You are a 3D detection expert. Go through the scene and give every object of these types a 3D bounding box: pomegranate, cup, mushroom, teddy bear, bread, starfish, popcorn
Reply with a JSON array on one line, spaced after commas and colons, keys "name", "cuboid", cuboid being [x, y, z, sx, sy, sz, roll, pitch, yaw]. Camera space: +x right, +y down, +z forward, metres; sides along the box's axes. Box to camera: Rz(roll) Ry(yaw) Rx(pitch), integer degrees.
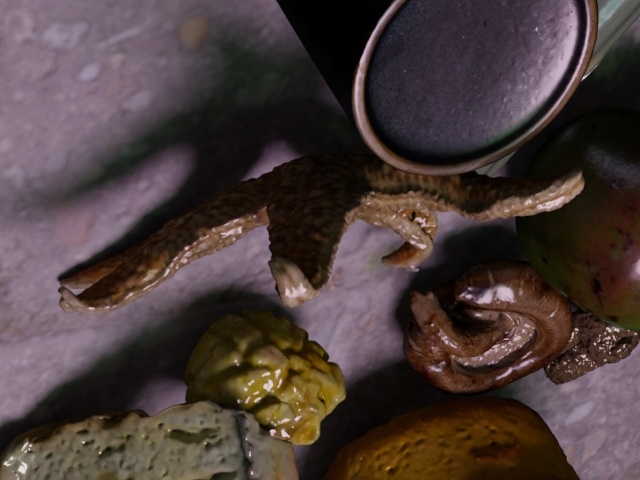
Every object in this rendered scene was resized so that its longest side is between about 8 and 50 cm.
[{"name": "pomegranate", "cuboid": [0.249, -0.045, 1.365, 0.181, 0.181, 0.224, 26, 90, -42]}, {"name": "cup", "cuboid": [0.091, -0.171, 1.149, 0.239, 0.177, 0.166, -25, 134, -11]}, {"name": "mushroom", "cuboid": [0.121, 0.064, 1.428, 0.135, 0.080, 0.170, -45, 147, 16]}, {"name": "teddy bear", "cuboid": [0.244, 0.063, 1.510, 0.160, 0.078, 0.119, -42, 132, 9]}, {"name": "bread", "cuboid": [-0.128, 0.183, 1.324, 0.232, 0.128, 0.088, -9, -179, 21]}, {"name": "starfish", "cuboid": [-0.001, -0.011, 1.220, 0.375, 0.094, 0.327, -10, 180, 35]}, {"name": "popcorn", "cuboid": [-0.047, 0.110, 1.356, 0.106, 0.116, 0.120, -41, 178, 18]}, {"name": "bread", "cuboid": [0.104, 0.235, 1.494, 0.268, 0.146, 0.268, -16, 151, -9]}]

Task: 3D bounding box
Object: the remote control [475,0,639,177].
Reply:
[{"name": "remote control", "cuboid": [0.175, -0.171, 1.279, 0.335, 0.065, 0.128, -48, 136, 14]}]
